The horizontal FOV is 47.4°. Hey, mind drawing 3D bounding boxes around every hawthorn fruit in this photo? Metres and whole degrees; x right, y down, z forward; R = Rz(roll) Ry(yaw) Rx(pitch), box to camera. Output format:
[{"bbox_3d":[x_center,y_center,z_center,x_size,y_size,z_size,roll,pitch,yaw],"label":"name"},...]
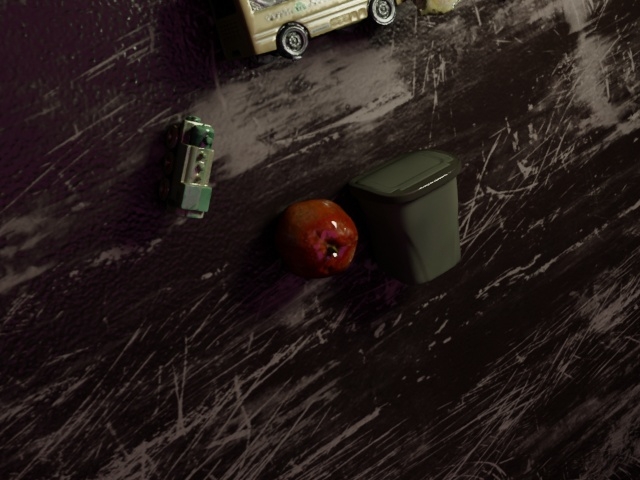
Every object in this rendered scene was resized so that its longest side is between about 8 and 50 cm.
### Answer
[{"bbox_3d":[0.000,0.000,1.537,0.179,0.200,0.179,-5,101,-26],"label":"hawthorn fruit"}]

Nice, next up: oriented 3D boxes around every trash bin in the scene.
[{"bbox_3d":[0.205,-0.053,1.649,0.220,0.219,0.250,-28,122,-21],"label":"trash bin"}]

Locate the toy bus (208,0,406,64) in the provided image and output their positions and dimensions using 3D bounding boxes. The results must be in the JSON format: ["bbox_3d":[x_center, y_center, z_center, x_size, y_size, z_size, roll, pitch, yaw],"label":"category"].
[{"bbox_3d":[-0.023,-0.473,1.417,0.366,0.177,0.201,-26,109,-23],"label":"toy bus"}]

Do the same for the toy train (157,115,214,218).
[{"bbox_3d":[-0.249,-0.139,1.391,0.081,0.125,0.193,6,99,-37],"label":"toy train"}]

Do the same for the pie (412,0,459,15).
[{"bbox_3d":[0.218,-0.612,1.424,0.338,0.075,0.337,-11,106,-44],"label":"pie"}]
